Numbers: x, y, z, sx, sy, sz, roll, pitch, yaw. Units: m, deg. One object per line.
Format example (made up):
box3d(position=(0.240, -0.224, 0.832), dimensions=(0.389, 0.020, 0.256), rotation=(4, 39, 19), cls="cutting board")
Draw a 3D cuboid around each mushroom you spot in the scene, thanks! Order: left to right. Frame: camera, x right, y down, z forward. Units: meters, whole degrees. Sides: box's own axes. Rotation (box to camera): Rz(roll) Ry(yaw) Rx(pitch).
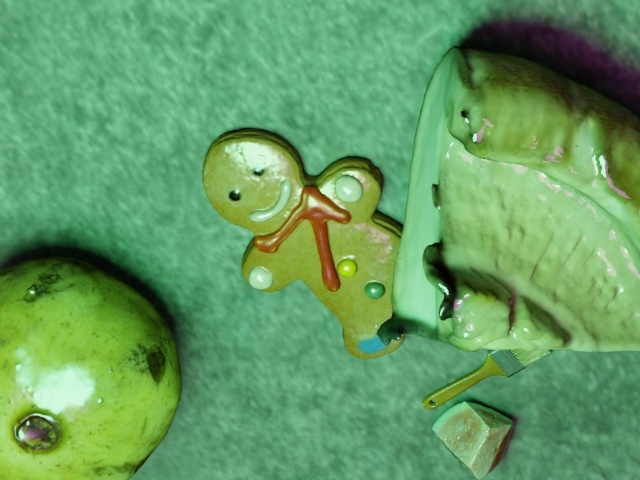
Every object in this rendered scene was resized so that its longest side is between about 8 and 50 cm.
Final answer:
box3d(position=(0.287, -0.019, 1.728), dimensions=(0.397, 0.224, 0.314), rotation=(7, 91, -12), cls="mushroom")

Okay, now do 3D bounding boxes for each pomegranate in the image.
box3d(position=(-0.294, 0.160, 1.845), dimensions=(0.281, 0.281, 0.281), rotation=(3, 119, 5), cls="pomegranate")

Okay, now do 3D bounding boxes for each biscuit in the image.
box3d(position=(0.000, 0.001, 1.842), dimensions=(0.205, 0.049, 0.324), rotation=(-39, 106, 24), cls="biscuit")

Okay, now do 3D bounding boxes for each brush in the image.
box3d(position=(0.187, 0.153, 1.919), dimensions=(0.170, 0.014, 0.043), rotation=(-33, 109, 22), cls="brush")

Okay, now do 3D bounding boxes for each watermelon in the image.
box3d(position=(0.174, 0.230, 1.932), dimensions=(0.092, 0.072, 0.084), rotation=(12, 102, 6), cls="watermelon")
